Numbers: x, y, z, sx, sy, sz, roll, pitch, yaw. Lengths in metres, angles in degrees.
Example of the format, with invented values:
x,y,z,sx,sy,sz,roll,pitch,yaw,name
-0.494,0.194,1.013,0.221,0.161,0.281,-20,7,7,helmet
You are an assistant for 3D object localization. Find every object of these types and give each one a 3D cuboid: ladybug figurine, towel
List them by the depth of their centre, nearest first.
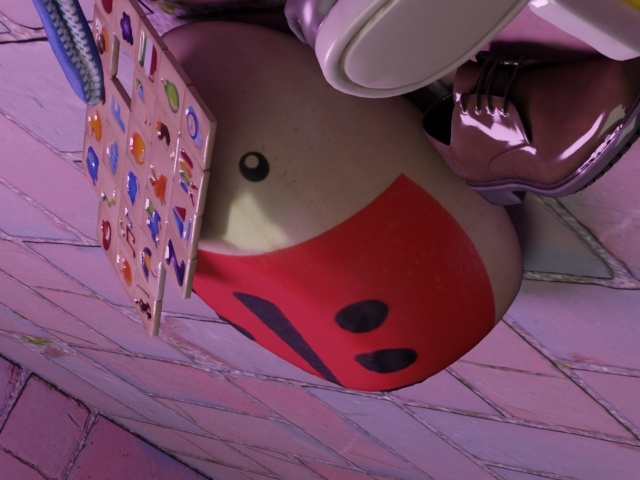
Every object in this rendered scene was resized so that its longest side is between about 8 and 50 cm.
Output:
x,y,z,sx,sy,sz,roll,pitch,yaw,name
-0.195,-0.240,0.598,0.336,0.040,0.243,60,174,21,towel
0.000,0.000,1.121,0.305,0.162,0.449,11,157,34,ladybug figurine

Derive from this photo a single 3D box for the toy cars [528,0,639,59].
x,y,z,sx,sy,sz,roll,pitch,yaw,name
0.225,-0.114,0.591,0.393,0.087,0.176,10,165,19,toy cars

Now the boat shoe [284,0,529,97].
x,y,z,sx,sy,sz,roll,pitch,yaw,name
0.098,-0.182,0.472,0.335,0.095,0.112,-40,155,32,boat shoe

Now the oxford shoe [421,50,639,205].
x,y,z,sx,sy,sz,roll,pitch,yaw,name
0.130,-0.079,0.875,0.096,0.083,0.227,35,158,-16,oxford shoe

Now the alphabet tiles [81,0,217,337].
x,y,z,sx,sy,sz,roll,pitch,yaw,name
-0.130,-0.051,0.994,0.198,0.009,0.237,55,146,37,alphabet tiles
